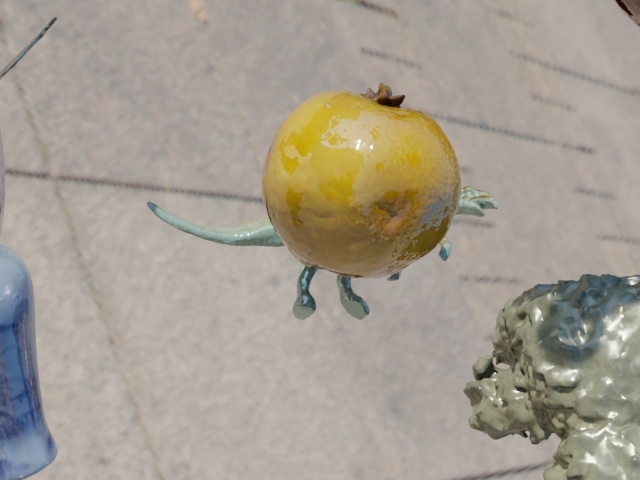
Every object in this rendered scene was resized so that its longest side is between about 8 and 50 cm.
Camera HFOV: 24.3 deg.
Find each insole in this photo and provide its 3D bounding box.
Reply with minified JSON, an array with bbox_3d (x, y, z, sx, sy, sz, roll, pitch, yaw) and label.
[{"bbox_3d":[-0.294,-0.194,1.490,0.006,0.065,0.193,45,13,-14],"label":"insole"}]

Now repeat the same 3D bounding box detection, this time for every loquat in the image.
[{"bbox_3d":[0.039,-0.061,1.548,0.208,0.208,0.208,36,36,-32],"label":"loquat"}]

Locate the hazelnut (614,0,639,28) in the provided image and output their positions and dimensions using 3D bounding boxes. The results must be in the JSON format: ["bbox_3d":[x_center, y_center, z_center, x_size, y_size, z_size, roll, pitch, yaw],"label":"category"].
[{"bbox_3d":[0.245,-0.195,0.839,0.208,0.208,0.208,36,36,-32],"label":"hazelnut"}]

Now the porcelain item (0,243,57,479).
[{"bbox_3d":[-0.329,0.103,1.428,0.141,0.141,0.259,-49,127,-59],"label":"porcelain item"}]

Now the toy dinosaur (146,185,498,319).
[{"bbox_3d":[0.000,0.000,1.694,0.092,0.393,0.205,87,12,-59],"label":"toy dinosaur"}]

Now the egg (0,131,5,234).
[{"bbox_3d":[-0.341,-0.047,0.808,0.354,0.340,0.354,4,78,-19],"label":"egg"}]

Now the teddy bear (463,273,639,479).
[{"bbox_3d":[0.341,0.214,1.739,0.224,0.357,0.367,50,43,-58],"label":"teddy bear"}]
